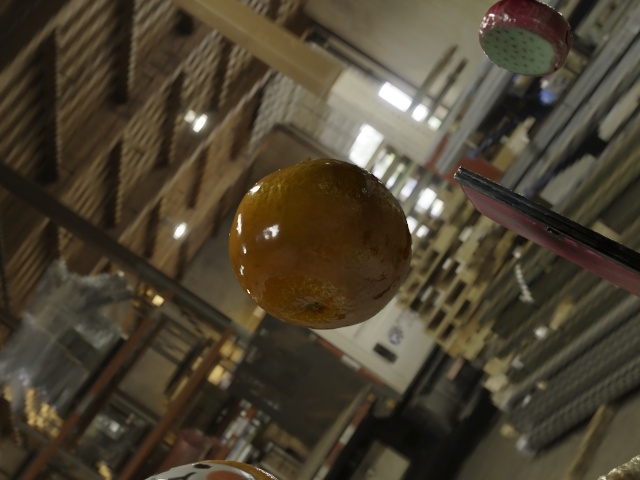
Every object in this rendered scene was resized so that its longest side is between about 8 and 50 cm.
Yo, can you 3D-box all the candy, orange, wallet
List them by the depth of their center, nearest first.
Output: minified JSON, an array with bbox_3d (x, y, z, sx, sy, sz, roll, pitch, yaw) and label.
[{"bbox_3d":[0.000,0.000,0.888,0.154,0.155,0.134,119,156,-53],"label":"orange"},{"bbox_3d":[0.247,-0.002,1.073,0.025,0.232,0.119,-59,-27,-3],"label":"wallet"},{"bbox_3d":[0.225,-0.223,1.174,0.103,0.103,0.043,116,178,-67],"label":"candy"}]

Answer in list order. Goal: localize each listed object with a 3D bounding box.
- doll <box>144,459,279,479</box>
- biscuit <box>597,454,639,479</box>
[{"bbox_3d":[-0.088,0.279,0.913,0.213,0.213,0.236,-57,-10,17],"label":"doll"},{"bbox_3d":[0.304,0.256,1.065,0.219,0.061,0.055,-22,-9,-19],"label":"biscuit"}]
